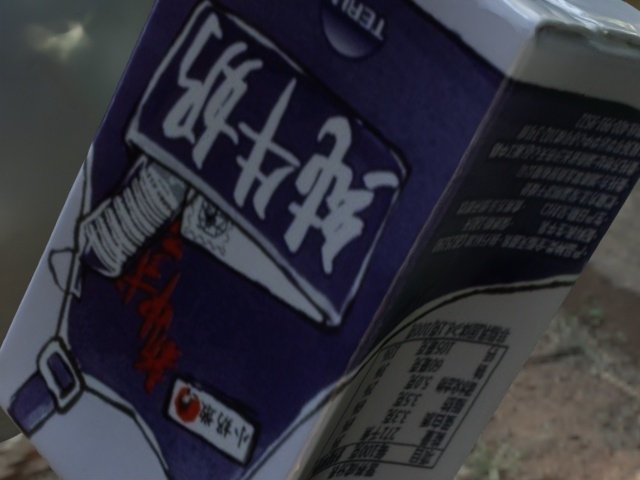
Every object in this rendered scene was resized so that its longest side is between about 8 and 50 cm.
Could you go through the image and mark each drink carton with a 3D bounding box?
[{"bbox_3d":[-0.001,0.000,0.505,0.134,0.222,0.102,41,25,31],"label":"drink carton"}]

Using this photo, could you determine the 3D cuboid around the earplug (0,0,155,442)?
[{"bbox_3d":[-0.210,-0.091,0.851,0.312,0.394,0.313,10,58,-17],"label":"earplug"}]
